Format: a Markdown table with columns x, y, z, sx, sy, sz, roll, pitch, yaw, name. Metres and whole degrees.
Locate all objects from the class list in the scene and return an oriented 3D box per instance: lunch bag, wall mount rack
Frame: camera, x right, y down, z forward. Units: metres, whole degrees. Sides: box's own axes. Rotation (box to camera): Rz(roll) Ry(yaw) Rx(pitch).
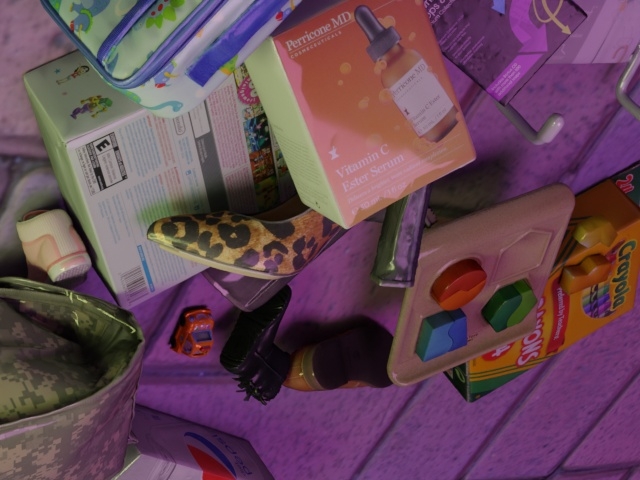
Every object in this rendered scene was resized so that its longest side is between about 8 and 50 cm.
| x | y | z | sx | sy | sz | roll | pitch | yaw | name |
| --- | --- | --- | --- | --- | --- | --- | --- | --- | --- |
| -0.091 | -0.209 | 1.008 | 0.219 | 0.176 | 0.090 | -44 | 145 | 10 | lunch bag |
| 0.329 | -0.241 | 1.393 | 0.350 | 0.130 | 0.304 | -7 | 134 | -38 | wall mount rack |
| -0.299 | 0.160 | 1.237 | 0.287 | 0.169 | 0.235 | -14 | 148 | -23 | lunch bag |

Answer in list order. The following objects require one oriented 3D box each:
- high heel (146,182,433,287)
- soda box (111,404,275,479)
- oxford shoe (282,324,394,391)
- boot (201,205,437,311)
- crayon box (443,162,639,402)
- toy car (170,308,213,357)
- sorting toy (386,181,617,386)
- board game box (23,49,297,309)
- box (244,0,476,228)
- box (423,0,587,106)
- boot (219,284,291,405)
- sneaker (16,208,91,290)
| x | y | z | sx | sy | sz | roll | pitch | yaw | name |
| --- | --- | --- | --- | --- | --- | --- | --- | --- | --- |
| -0.017 | -0.061 | 1.198 | 0.261 | 0.093 | 0.186 | 5 | 100 | -26 | high heel |
| -0.165 | 0.263 | 1.556 | 0.098 | 0.091 | 0.286 | -45 | 145 | 9 | soda box |
| 0.023 | 0.140 | 1.623 | 0.076 | 0.076 | 0.212 | -13 | 171 | 35 | oxford shoe |
| 0.000 | -0.001 | 1.420 | 0.208 | 0.076 | 0.190 | -49 | 132 | 4 | boot |
| 0.294 | 0.053 | 1.742 | 0.318 | 0.081 | 0.202 | -29 | 144 | -14 | crayon box |
| -0.106 | 0.109 | 1.478 | 0.122 | 0.040 | 0.060 | 15 | 119 | -49 | toy car |
| 0.222 | 0.042 | 1.560 | 0.307 | 0.041 | 0.229 | -20 | 139 | -24 | sorting toy |
| -0.081 | -0.100 | 1.213 | 0.303 | 0.097 | 0.224 | -26 | 144 | -16 | board game box |
| 0.027 | -0.119 | 1.102 | 0.130 | 0.091 | 0.170 | -30 | 116 | -14 | box |
| 0.149 | -0.216 | 1.274 | 0.162 | 0.029 | 0.116 | 37 | 104 | -18 | box |
| -0.057 | 0.113 | 1.498 | 0.121 | 0.045 | 0.099 | -59 | 148 | -16 | boot |
| -0.243 | 0.010 | 1.243 | 0.051 | 0.070 | 0.134 | -24 | 173 | -25 | sneaker |
